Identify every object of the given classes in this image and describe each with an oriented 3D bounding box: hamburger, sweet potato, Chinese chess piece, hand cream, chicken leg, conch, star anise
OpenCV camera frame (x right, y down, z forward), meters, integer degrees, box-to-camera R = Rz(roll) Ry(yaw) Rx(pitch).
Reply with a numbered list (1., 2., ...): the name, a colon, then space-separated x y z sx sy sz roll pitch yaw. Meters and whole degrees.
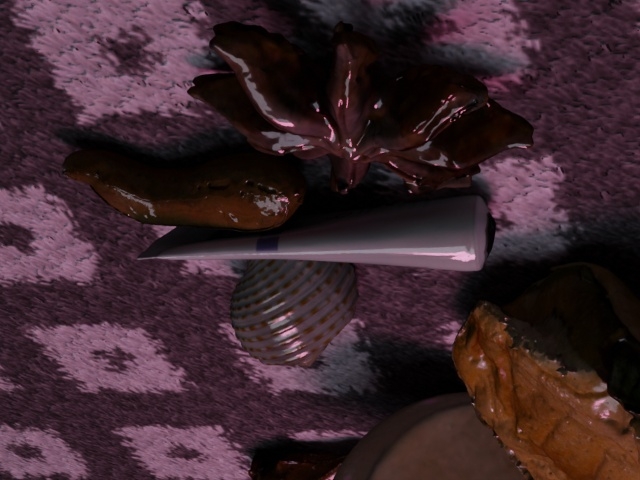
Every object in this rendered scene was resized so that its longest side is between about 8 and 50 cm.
1. hamburger: 0.264 0.155 1.178 0.285 0.134 0.265 53 161 16
2. sweet potato: -0.120 -0.048 1.133 0.233 0.062 0.081 5 136 17
3. Chinese chess piece: 0.166 0.341 1.353 0.349 0.349 0.146 18 162 -9
4. hand cream: 0.000 0.000 1.138 0.321 0.109 0.067 -3 106 16
5. chicken leg: 0.033 0.296 1.564 0.304 0.093 0.113 -21 123 33
6. conch: -0.027 0.066 1.237 0.135 0.102 0.153 -13 140 9
7. star anise: 0.027 -0.099 0.990 0.288 0.088 0.288 11 159 4
